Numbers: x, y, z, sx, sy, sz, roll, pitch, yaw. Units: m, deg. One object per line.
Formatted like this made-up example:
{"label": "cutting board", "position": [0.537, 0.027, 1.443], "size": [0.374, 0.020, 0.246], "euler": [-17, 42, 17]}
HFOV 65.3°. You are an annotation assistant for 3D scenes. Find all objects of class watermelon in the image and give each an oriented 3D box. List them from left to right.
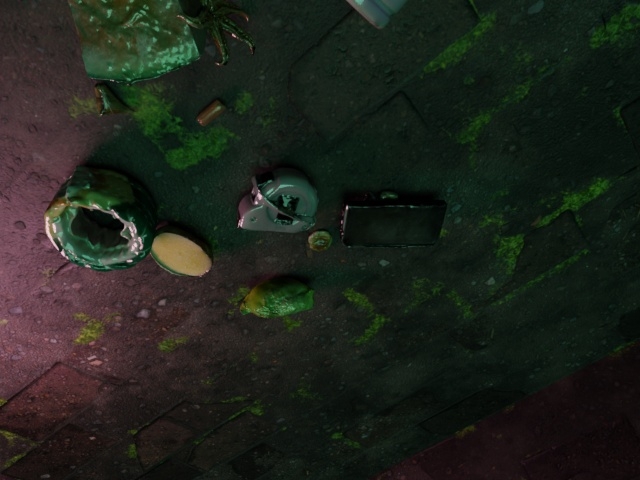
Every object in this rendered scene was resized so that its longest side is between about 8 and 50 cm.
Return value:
{"label": "watermelon", "position": [-0.386, -0.499, 1.062], "size": [0.265, 0.151, 0.301], "euler": [-11, 113, 2]}

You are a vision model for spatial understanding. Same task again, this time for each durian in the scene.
{"label": "durian", "position": [-0.141, 0.187, 1.655], "size": [0.251, 0.139, 0.101], "euler": [1, 123, -12]}

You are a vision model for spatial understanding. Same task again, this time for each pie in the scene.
{"label": "pie", "position": [0.000, 0.000, 1.606], "size": [0.085, 0.019, 0.084], "euler": [-6, 130, -7]}

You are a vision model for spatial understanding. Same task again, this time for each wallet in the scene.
{"label": "wallet", "position": [0.221, -0.051, 1.536], "size": [0.319, 0.045, 0.172], "euler": [-2, 125, -9]}

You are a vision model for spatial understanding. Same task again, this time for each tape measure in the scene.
{"label": "tape measure", "position": [-0.108, -0.113, 1.432], "size": [0.236, 0.120, 0.197], "euler": [5, 126, -20]}

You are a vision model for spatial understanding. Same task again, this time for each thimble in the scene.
{"label": "thimble", "position": [-0.587, -0.059, 1.350], "size": [0.255, 0.167, 0.288], "euler": [-19, 131, 4]}

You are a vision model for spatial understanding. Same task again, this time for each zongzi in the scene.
{"label": "zongzi", "position": [-0.502, -0.346, 1.219], "size": [0.084, 0.040, 0.076], "euler": [-8, 124, -20]}

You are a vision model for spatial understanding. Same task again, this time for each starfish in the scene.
{"label": "starfish", "position": [-0.229, -0.486, 1.065], "size": [0.057, 0.213, 0.238], "euler": [-20, 120, 34]}

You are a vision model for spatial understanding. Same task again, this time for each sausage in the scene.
{"label": "sausage", "position": [-0.279, -0.326, 1.277], "size": [0.083, 0.034, 0.034], "euler": [-35, 127, 18]}

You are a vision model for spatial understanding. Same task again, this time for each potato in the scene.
{"label": "potato", "position": [-0.413, 0.023, 1.509], "size": [0.164, 0.081, 0.200], "euler": [-36, 124, 28]}

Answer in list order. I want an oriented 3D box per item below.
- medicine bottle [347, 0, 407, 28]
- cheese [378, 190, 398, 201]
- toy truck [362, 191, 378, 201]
{"label": "medicine bottle", "position": [0.161, -0.622, 1.004], "size": [0.212, 0.212, 0.325], "euler": [30, 119, -30]}
{"label": "cheese", "position": [0.204, -0.071, 1.571], "size": [0.065, 0.043, 0.193], "euler": [-5, 130, -10]}
{"label": "toy truck", "position": [0.144, -0.107, 1.535], "size": [0.044, 0.039, 0.083], "euler": [19, 122, -30]}
